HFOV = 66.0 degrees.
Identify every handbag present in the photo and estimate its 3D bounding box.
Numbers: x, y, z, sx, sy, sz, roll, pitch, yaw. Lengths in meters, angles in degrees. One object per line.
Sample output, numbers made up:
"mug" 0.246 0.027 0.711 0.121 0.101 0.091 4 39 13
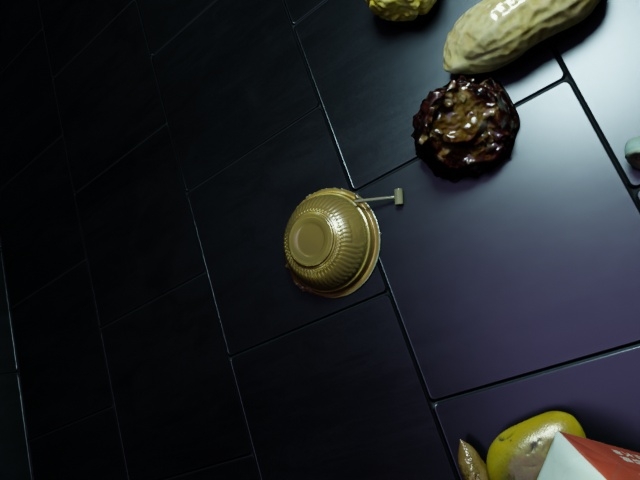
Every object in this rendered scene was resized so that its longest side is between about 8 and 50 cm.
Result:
"handbag" 0.494 0.430 0.758 0.298 0.151 0.171 17 98 -7

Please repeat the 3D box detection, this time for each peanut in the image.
"peanut" 0.377 -0.432 0.947 0.325 0.140 0.153 -26 44 32

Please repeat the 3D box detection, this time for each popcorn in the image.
"popcorn" 0.176 -0.559 1.068 0.180 0.180 0.170 42 140 27

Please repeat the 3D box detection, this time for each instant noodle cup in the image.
"instant noodle cup" 0.000 0.000 1.155 0.274 0.091 0.273 -4 82 32

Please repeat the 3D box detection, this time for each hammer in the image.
"hammer" 0.130 -0.093 1.111 0.110 0.019 0.035 -5 82 14

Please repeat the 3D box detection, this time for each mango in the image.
"mango" 0.385 0.386 0.879 0.137 0.098 0.195 40 101 32

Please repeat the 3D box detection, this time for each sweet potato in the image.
"sweet potato" 0.312 0.478 0.932 0.060 0.068 0.206 -46 70 39

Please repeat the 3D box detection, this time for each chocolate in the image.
"chocolate" 0.267 -0.236 0.969 0.206 0.177 0.224 21 97 31

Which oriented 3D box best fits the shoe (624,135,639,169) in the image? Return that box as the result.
"shoe" 0.622 -0.111 0.786 0.251 0.103 0.100 15 92 37
